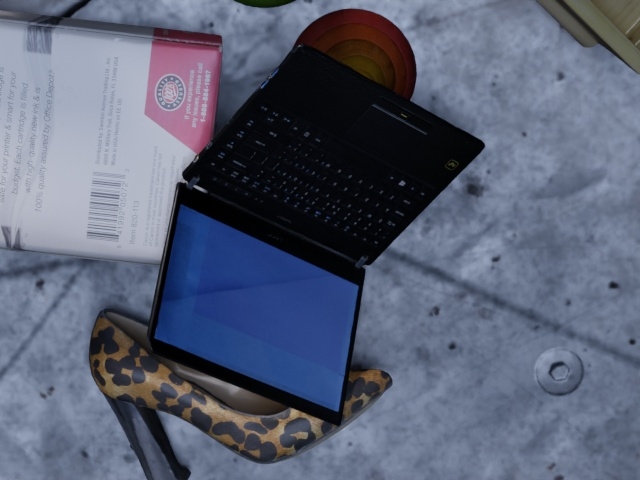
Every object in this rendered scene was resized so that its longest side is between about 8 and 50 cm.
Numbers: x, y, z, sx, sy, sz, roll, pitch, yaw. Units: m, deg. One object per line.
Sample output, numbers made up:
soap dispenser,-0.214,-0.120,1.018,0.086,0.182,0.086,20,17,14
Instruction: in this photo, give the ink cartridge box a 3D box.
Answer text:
ink cartridge box,-0.238,-0.098,1.759,0.283,0.117,0.207,7,100,-4

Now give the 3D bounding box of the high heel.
high heel,-0.080,0.116,1.817,0.261,0.093,0.186,-21,105,9

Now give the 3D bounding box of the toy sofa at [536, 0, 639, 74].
toy sofa,0.324,-0.343,1.744,0.150,0.177,0.362,38,97,-34

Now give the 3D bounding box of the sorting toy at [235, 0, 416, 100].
sorting toy,-0.035,-0.246,1.739,0.127,0.126,0.365,-33,101,3

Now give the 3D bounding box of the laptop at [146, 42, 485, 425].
laptop,0.000,0.000,1.710,0.234,0.136,0.264,25,119,-38
